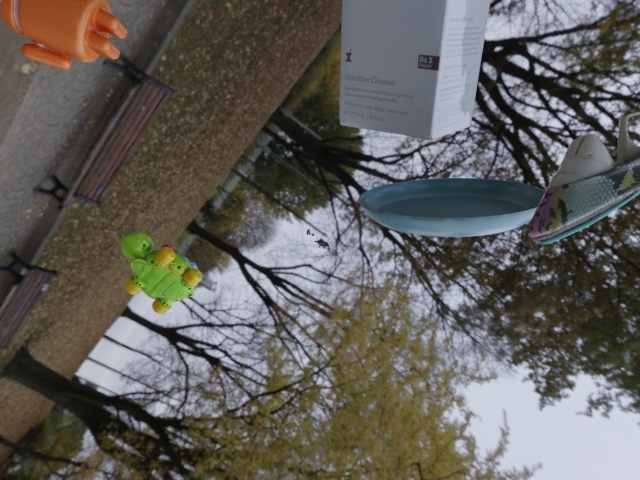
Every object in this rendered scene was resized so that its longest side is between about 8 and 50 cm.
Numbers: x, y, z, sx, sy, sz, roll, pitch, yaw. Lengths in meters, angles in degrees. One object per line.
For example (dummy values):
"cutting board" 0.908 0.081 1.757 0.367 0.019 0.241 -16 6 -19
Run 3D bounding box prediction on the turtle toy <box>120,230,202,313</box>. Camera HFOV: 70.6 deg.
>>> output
"turtle toy" -0.238 0.040 0.666 0.095 0.130 0.066 -39 -157 16

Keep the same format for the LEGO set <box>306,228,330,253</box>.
"LEGO set" 0.000 -0.001 1.145 0.023 0.083 0.054 -43 -172 -17

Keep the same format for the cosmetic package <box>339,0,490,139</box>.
"cosmetic package" 0.159 -0.388 0.773 0.217 0.384 0.156 21 -145 38

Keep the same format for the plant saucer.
"plant saucer" 0.227 -0.062 0.798 0.317 0.318 0.043 -129 -146 -70

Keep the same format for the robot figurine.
"robot figurine" -0.474 -0.407 0.818 0.128 0.220 0.158 -78 -166 -47

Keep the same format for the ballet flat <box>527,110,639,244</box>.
"ballet flat" 0.289 -0.076 0.427 0.222 0.079 0.077 -26 -175 6
